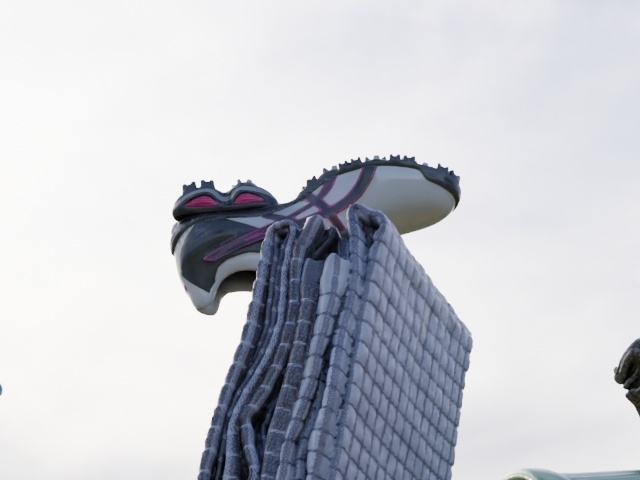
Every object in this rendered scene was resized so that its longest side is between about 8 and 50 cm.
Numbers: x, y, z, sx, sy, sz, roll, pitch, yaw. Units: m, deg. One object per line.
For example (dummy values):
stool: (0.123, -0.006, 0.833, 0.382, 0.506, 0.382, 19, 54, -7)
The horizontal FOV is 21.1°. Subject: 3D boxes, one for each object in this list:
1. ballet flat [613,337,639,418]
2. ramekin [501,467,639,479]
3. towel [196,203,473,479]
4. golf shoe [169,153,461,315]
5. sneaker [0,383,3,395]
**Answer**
ballet flat: (0.325, 0.195, 1.658, 0.058, 0.084, 0.250, -17, -55, 0)
ramekin: (0.252, 0.331, 1.421, 0.148, 0.303, 0.303, -6, -25, -13)
towel: (0.011, 0.141, 1.338, 0.121, 0.283, 0.235, -1, -27, 25)
golf shoe: (0.000, 0.000, 1.574, 0.273, 0.120, 0.105, -10, -31, 0)
sneaker: (-0.358, 0.205, 1.640, 0.065, 0.166, 0.076, 26, -39, 25)
